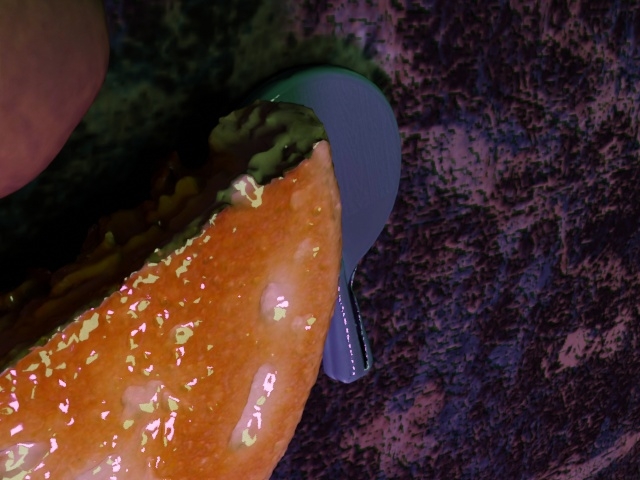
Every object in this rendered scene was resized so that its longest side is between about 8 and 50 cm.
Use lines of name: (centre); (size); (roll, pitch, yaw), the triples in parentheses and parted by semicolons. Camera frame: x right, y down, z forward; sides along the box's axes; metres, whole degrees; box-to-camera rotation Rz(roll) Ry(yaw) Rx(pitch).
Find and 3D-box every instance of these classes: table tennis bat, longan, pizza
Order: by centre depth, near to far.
longan: (-0.121, -0.063, 0.348); (0.113, 0.092, 0.113); (-42, 140, -50)
pizza: (-0.101, 0.069, 0.453); (0.228, 0.081, 0.290); (-5, 121, -44)
table tennis bat: (0.000, 0.000, 0.549); (0.124, 0.033, 0.201); (-31, 130, -23)
